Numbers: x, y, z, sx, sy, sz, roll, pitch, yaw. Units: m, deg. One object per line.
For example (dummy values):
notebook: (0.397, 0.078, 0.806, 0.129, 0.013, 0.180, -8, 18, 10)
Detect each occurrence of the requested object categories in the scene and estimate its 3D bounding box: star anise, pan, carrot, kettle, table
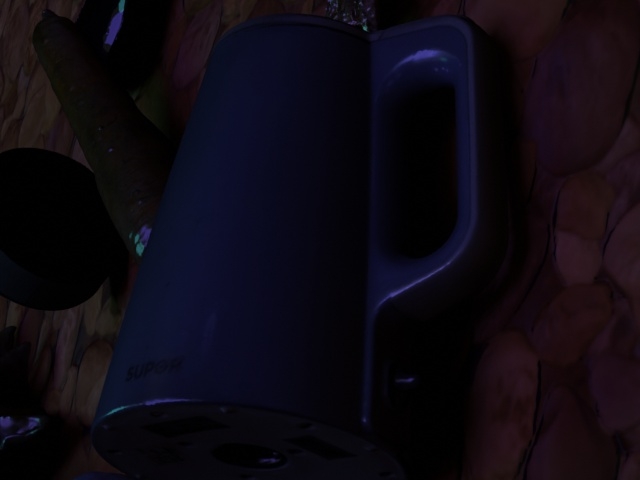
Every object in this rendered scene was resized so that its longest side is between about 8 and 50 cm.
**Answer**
star anise: (-0.319, 0.196, 1.227, 0.292, 0.109, 0.349, -56, 39, 36)
pan: (-0.159, -0.192, 1.195, 0.202, 0.048, 0.128, -26, 55, 56)
carrot: (-0.161, -0.086, 1.092, 0.070, 0.070, 0.342, -60, 41, 26)
kettle: (0.000, 0.000, 0.729, 0.210, 0.160, 0.243, -15, 56, 38)
table: (-0.224, -0.011, 1.133, 0.043, 0.133, 0.133, -45, 40, 40)

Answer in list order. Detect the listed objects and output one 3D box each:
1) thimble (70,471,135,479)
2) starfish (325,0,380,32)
thimble: (-0.130, 0.230, 0.847, 0.118, 0.127, 0.151, 38, 115, 62)
starfish: (0.014, -0.164, 0.855, 0.150, 0.053, 0.210, -104, 38, -66)
